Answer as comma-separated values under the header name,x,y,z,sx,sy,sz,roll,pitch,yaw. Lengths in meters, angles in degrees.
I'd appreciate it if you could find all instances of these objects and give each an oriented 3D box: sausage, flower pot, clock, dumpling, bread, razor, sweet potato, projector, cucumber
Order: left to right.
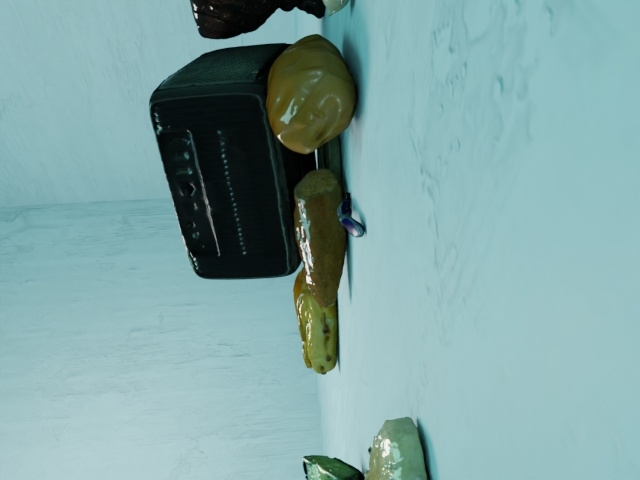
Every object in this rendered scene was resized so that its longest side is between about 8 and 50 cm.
name,x,y,z,sx,sy,sz,roll,pitch,yaw
projector,-0.140,-0.176,1.044,0.405,0.242,0.394,-79,-15,-59
flower pot,-0.128,-0.558,1.039,0.266,0.267,0.266,178,90,-87
sausage,-0.015,-0.221,0.739,0.136,0.120,0.241,-50,26,21
bread,-0.015,0.187,1.249,0.210,0.099,0.234,-102,10,-69
sweet potato,0.000,0.000,0.890,0.097,0.097,0.251,-112,20,-78
clock,0.018,-0.159,1.016,0.235,0.029,0.234,176,90,-85
dumpling,0.024,-0.340,0.664,0.077,0.043,0.059,61,-143,-61
cucumber,0.040,0.447,0.832,0.115,0.086,0.192,-43,46,42
razor,0.041,-0.033,0.749,0.154,0.028,0.044,-103,11,-71
bread,0.074,0.291,0.474,0.250,0.039,0.181,91,174,-46
